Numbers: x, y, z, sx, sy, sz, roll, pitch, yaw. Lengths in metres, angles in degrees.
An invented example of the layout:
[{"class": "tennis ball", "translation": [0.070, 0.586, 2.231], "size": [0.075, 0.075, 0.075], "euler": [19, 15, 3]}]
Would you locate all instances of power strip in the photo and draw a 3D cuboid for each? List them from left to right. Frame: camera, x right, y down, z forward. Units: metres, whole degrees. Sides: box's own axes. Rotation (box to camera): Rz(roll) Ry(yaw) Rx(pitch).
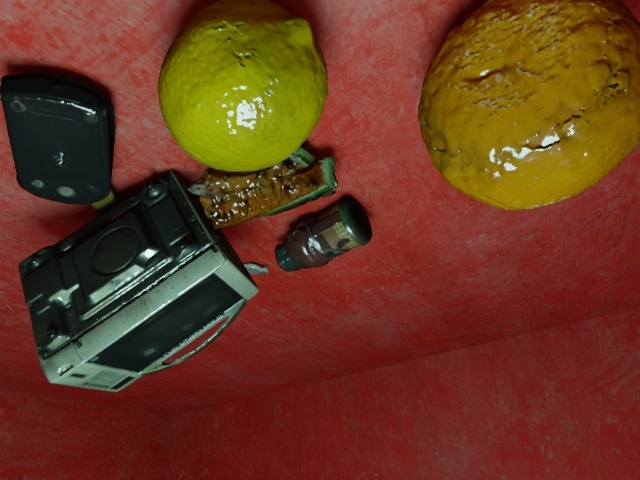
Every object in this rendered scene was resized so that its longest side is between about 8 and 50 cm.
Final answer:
[{"class": "power strip", "translation": [-0.206, 0.087, 1.332], "size": [0.083, 0.035, 0.055], "euler": [10, 146, -2]}]

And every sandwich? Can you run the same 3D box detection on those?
[{"class": "sandwich", "translation": [-0.141, -0.128, 0.885], "size": [0.250, 0.162, 0.301], "euler": [-20, 178, 41]}]

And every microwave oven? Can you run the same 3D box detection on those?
[{"class": "microwave oven", "translation": [-0.392, 0.088, 0.916], "size": [0.394, 0.333, 0.247], "euler": [-35, 149, -6]}]

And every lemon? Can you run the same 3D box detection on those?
[{"class": "lemon", "translation": [-0.119, -0.233, 0.650], "size": [0.267, 0.267, 0.267], "euler": [-5, 147, -3]}]

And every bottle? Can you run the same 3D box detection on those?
[{"class": "bottle", "translation": [0.000, 0.000, 1.128], "size": [0.271, 0.143, 0.156], "euler": [-29, 116, 26]}]

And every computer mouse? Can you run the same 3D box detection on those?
[{"class": "computer mouse", "translation": [-0.481, -0.188, 0.786], "size": [0.170, 0.100, 0.269], "euler": [4, 140, -25]}]

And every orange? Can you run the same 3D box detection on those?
[{"class": "orange", "translation": [0.334, -0.217, 0.678], "size": [0.340, 0.340, 0.293], "euler": [-29, 152, 31]}]

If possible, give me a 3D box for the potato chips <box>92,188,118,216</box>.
[{"class": "potato chips", "translation": [-0.502, -0.023, 1.060], "size": [0.057, 0.080, 0.407], "euler": [-38, 155, -24]}]
